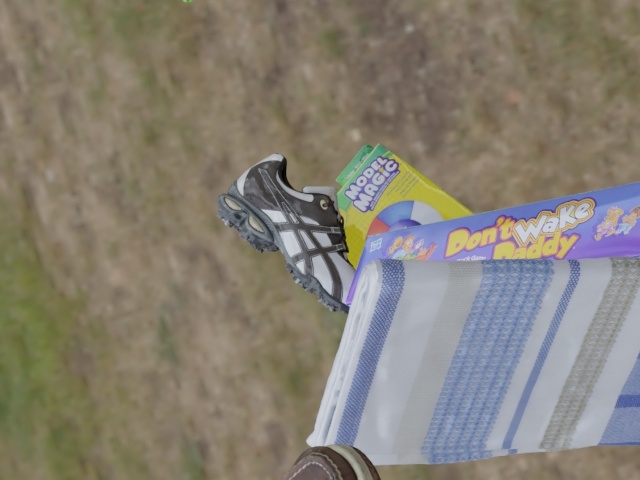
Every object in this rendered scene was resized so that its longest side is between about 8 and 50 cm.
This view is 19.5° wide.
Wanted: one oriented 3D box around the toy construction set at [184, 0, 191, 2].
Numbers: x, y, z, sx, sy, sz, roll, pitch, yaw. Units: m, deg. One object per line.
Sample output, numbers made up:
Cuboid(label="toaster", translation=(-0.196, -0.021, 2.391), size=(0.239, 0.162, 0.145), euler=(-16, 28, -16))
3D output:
Cuboid(label="toy construction set", translation=(-0.101, -0.310, 1.374), size=(0.151, 0.215, 0.328), euler=(33, 149, 22))

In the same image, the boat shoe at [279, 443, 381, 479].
Cuboid(label="boat shoe", translation=(-0.047, 0.238, 1.135), size=(0.095, 0.095, 0.257), euler=(40, 114, 43))

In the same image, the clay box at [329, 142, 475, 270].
Cuboid(label="clay box", translation=(0.081, 0.003, 1.822), size=(0.222, 0.127, 0.053), euler=(38, 177, 25))

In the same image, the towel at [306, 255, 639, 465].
Cuboid(label="towel", translation=(0.143, 0.083, 1.330), size=(0.209, 0.285, 0.034), euler=(104, 158, -43))

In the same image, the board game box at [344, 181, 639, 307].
Cuboid(label="board game box", translation=(0.229, 0.065, 1.597), size=(0.347, 0.078, 0.233), euler=(-11, 138, 40))

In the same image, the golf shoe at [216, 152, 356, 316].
Cuboid(label="golf shoe", translation=(0.000, 0.000, 1.724), size=(0.198, 0.094, 0.077), euler=(41, 178, 4))
